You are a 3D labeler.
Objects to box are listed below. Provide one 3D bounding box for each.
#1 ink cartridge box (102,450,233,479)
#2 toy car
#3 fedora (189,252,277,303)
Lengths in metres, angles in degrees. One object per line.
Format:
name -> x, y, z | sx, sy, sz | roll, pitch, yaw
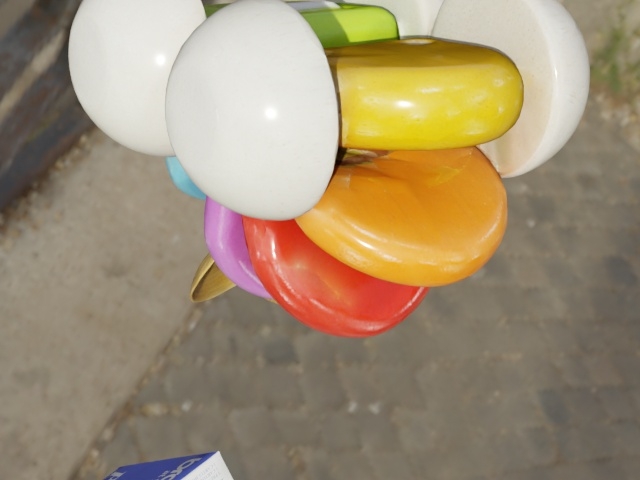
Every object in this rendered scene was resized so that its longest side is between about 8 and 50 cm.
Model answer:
ink cartridge box -> -0.136, 0.178, 0.750 | 0.207, 0.097, 0.046 | -33, 101, -40
toy car -> 0.001, -0.036, 0.583 | 0.159, 0.136, 0.182 | -11, 24, -31
fedora -> 0.000, 0.000, 1.030 | 0.079, 0.194, 0.194 | 49, 40, 6
